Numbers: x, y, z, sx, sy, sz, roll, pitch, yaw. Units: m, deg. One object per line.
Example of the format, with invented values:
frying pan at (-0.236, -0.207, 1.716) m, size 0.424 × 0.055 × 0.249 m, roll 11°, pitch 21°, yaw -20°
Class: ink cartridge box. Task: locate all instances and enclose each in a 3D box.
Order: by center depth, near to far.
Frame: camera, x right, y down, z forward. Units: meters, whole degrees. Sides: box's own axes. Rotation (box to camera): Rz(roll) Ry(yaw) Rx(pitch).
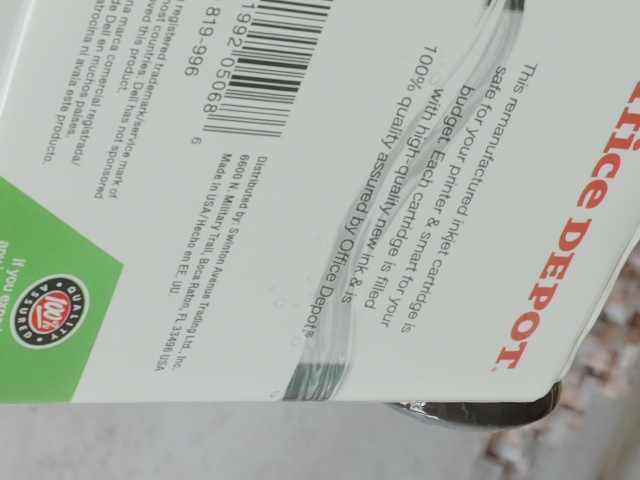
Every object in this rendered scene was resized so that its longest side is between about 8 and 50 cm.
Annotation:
ink cartridge box at (-0.008, -0.036, 0.498) m, size 0.208 × 0.087 × 0.153 m, roll 4°, pitch 125°, yaw -32°

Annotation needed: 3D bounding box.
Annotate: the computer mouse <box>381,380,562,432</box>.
computer mouse at (0.000, 0.000, 0.884) m, size 0.188 × 0.272 × 0.072 m, roll -35°, pitch 147°, yaw -56°
